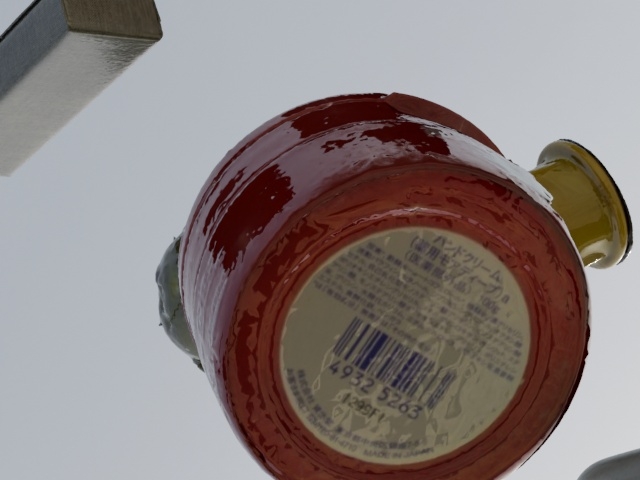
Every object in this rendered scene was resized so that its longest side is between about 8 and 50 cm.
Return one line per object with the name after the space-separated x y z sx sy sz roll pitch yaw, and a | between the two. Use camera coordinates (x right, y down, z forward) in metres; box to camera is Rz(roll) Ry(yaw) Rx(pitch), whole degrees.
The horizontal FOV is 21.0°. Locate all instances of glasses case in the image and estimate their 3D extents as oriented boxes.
-0.186 -0.103 1.110 0.071 0.205 0.047 -1 -112 -40 | glasses case

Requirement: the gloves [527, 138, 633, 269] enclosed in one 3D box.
0.106 0.026 1.424 0.294 0.116 0.133 -26 -130 -21 | gloves

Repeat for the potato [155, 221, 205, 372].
0.000 0.000 1.176 0.251 0.149 0.113 -30 -44 2 | potato

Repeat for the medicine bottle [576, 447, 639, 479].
0.376 0.187 1.197 0.375 0.282 0.123 3 -108 -29 | medicine bottle

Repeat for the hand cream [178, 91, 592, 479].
0.034 0.037 1.001 0.230 0.149 0.230 -4 -68 -10 | hand cream
